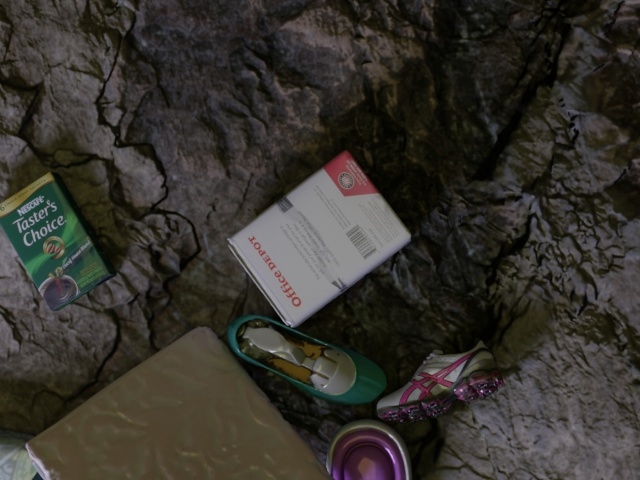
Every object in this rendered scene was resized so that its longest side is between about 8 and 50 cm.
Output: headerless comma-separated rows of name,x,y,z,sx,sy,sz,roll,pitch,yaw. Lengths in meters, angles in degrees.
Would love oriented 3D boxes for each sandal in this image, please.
sandal,0.076,0.465,1.476,0.169,0.102,0.416,-13,87,6

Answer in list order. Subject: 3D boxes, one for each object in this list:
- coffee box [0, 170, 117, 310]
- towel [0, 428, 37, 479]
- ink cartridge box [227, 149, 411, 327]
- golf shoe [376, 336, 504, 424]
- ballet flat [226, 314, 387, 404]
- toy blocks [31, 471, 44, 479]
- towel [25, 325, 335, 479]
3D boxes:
coffee box,-0.401,0.001,1.575,0.113,0.040,0.184,-30,85,4
towel,-0.568,0.431,1.555,0.374,0.090,0.321,8,89,6
ink cartridge box,0.000,0.000,1.507,0.218,0.092,0.159,-36,85,2
golf shoe,0.164,0.204,1.503,0.186,0.067,0.086,-22,59,5
ballet flat,-0.024,0.174,1.505,0.247,0.087,0.083,21,84,6
toy blocks,-0.310,0.452,1.457,0.381,0.191,0.261,34,68,-5
towel,-0.182,0.320,1.442,0.317,0.053,0.332,-33,71,-26
